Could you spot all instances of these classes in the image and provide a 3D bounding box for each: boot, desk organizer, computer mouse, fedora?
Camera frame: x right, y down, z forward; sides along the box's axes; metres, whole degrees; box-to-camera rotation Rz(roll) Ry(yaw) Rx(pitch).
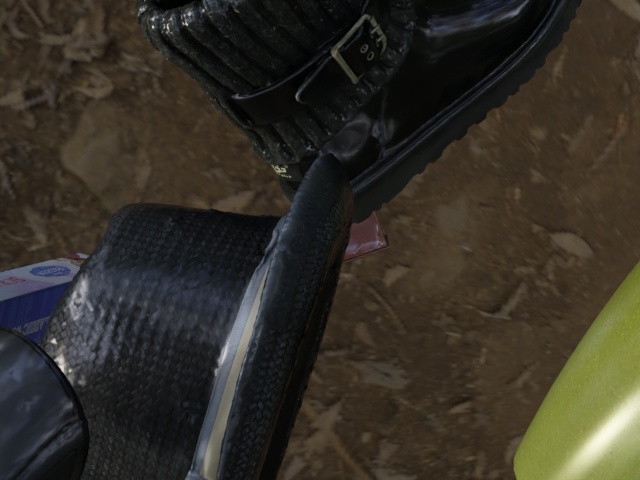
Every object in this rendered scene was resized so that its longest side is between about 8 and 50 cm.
[{"bbox_3d":[0.047,-0.197,0.978,0.348,0.260,0.131,-47,40,-13],"label":"boot"},{"bbox_3d":[0.000,0.000,1.275,0.130,0.047,0.050,-19,105,6],"label":"desk organizer"},{"bbox_3d":[-0.178,0.177,0.635,0.184,0.060,0.262,51,126,13],"label":"computer mouse"},{"bbox_3d":[-0.089,0.086,0.802,0.152,0.334,0.334,18,89,4],"label":"fedora"}]

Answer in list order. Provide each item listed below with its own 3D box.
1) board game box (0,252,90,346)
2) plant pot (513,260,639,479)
[{"bbox_3d":[-0.321,0.188,1.307,0.065,0.318,0.318,14,100,13],"label":"board game box"},{"bbox_3d":[0.329,0.160,1.166,0.293,0.274,0.275,-45,71,23],"label":"plant pot"}]
